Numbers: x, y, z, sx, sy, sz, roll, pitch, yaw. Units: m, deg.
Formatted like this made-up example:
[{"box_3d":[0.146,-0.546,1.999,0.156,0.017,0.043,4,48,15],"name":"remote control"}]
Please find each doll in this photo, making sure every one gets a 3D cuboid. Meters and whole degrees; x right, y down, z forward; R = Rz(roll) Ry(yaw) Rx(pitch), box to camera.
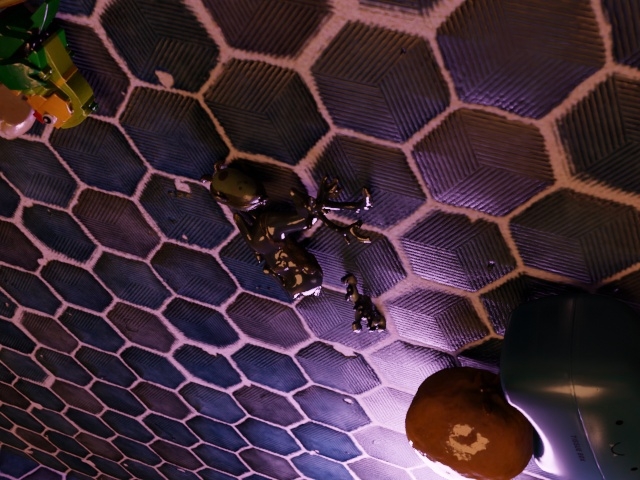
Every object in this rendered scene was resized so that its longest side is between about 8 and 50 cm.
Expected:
[{"box_3d":[-0.393,-0.247,0.855,0.134,0.106,0.186,-3,132,13],"name":"doll"}]

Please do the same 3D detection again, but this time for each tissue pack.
[{"box_3d":[0.400,0.219,0.879,0.206,0.198,0.287,-8,127,31],"name":"tissue pack"}]

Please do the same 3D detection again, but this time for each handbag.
[{"box_3d":[-0.124,-0.080,0.920,0.111,0.072,0.047,26,157,28],"name":"handbag"}]

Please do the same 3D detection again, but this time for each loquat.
[{"box_3d":[0.263,0.330,1.060,0.238,0.193,0.238,17,134,18],"name":"loquat"}]

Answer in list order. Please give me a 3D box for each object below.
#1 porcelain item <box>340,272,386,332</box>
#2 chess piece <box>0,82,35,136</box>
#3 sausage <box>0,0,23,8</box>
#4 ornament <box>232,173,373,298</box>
[{"box_3d":[0.068,0.126,1.033,0.021,0.075,0.136,-14,126,36],"name":"porcelain item"},{"box_3d":[-0.615,-0.297,0.909,0.397,0.117,0.117,37,136,-16],"name":"chess piece"},{"box_3d":[-0.469,-0.345,0.777,0.318,0.125,0.117,-3,120,29],"name":"sausage"},{"box_3d":[0.000,0.000,0.937,0.236,0.080,0.202,-19,118,37],"name":"ornament"}]
